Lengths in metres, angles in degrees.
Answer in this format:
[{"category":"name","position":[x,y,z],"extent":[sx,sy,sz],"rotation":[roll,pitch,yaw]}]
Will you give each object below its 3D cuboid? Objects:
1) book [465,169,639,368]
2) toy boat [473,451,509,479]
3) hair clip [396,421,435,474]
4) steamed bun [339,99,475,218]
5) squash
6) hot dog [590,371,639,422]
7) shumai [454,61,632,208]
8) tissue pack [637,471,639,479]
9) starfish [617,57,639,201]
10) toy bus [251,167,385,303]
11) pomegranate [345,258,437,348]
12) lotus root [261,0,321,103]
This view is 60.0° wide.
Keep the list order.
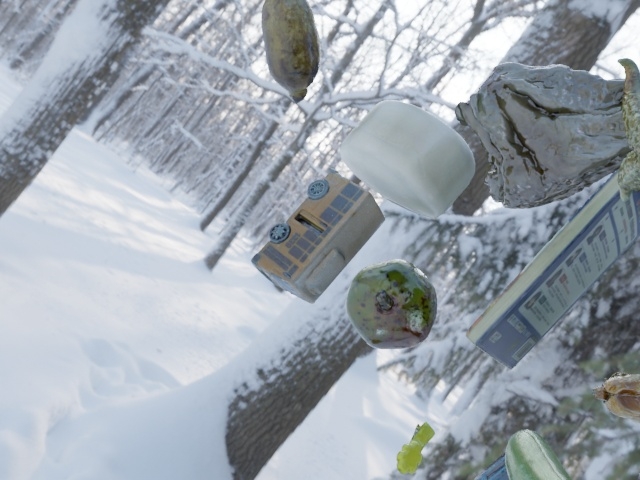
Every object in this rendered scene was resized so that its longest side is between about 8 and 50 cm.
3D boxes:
[{"category":"book","position":[0.449,0.050,0.993],"extent":[0.039,0.428,0.300],"rotation":[45,6,35]},{"category":"toy boat","position":[0.543,0.721,1.628],"extent":[0.134,0.298,0.092],"rotation":[47,18,24]},{"category":"hair clip","position":[0.268,0.590,1.567],"extent":[0.072,0.173,0.046],"rotation":[50,-46,5]},{"category":"steamed bun","position":[0.149,-0.158,1.024],"extent":[0.242,0.146,0.164],"rotation":[35,-8,38]},{"category":"squash","position":[0.409,0.451,1.003],"extent":[0.107,0.107,0.395],"rotation":[35,6,1]},{"category":"hot dog","position":[0.716,0.357,1.254],"extent":[0.270,0.109,0.072],"rotation":[15,-21,-25]},{"category":"shumai","position":[0.279,-0.149,0.720],"extent":[0.186,0.183,0.218],"rotation":[30,-16,-20]},{"category":"tissue pack","position":[0.541,0.146,0.570],"extent":[0.253,0.417,0.264],"rotation":[32,-43,30]},{"category":"starfish","position":[0.290,-0.063,0.455],"extent":[0.223,0.050,0.216],"rotation":[48,20,-76]},{"category":"toy bus","position":[0.000,0.000,0.798],"extent":[0.103,0.182,0.091],"rotation":[35,-10,36]},{"category":"pomegranate","position":[0.145,0.149,1.203],"extent":[0.198,0.198,0.246],"rotation":[35,-30,1]},{"category":"lotus root","position":[-0.066,-0.444,1.282],"extent":[0.145,0.129,0.260],"rotation":[-120,-159,-62]}]
